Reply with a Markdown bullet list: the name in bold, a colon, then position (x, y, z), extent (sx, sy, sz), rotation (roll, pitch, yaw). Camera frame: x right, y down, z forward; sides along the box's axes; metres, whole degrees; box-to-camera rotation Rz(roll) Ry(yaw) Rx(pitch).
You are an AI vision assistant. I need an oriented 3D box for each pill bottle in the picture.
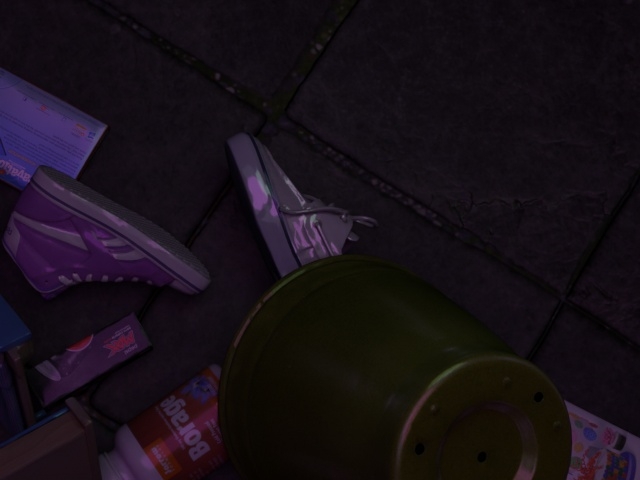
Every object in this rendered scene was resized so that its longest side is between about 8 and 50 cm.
- **pill bottle**: position (-0.193, 0.270, 1.618), extent (0.216, 0.121, 0.121), rotation (-35, 85, -11)

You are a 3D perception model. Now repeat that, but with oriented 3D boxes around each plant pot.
- **plant pot**: position (0.108, 0.217, 1.481), extent (0.367, 0.353, 0.366), rotation (-3, 97, -25)

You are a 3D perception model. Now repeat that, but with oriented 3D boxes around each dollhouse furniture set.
- **dollhouse furniture set**: position (-0.439, 0.244, 1.539), extent (0.198, 0.286, 0.303), rotation (-28, 53, -27)

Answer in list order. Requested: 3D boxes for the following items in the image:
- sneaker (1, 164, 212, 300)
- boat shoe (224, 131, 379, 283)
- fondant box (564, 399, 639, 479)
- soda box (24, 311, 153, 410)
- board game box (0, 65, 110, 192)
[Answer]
- **sneaker**: position (-0.300, 0.032, 1.677), extent (0.282, 0.102, 0.161), rotation (30, 98, -6)
- **boat shoe**: position (0.002, 0.000, 1.683), extent (0.157, 0.136, 0.367), rotation (-25, 86, -10)
- **fondant box**: position (0.383, 0.383, 1.675), extent (0.330, 0.096, 0.238), rotation (27, 78, -2)
- **soda box**: position (-0.314, 0.164, 1.659), extent (0.169, 0.053, 0.060), rotation (-30, 84, -11)
- **board game box**: position (-0.456, -0.167, 1.718), extent (0.281, 0.027, 0.145), rotation (29, 77, -1)
